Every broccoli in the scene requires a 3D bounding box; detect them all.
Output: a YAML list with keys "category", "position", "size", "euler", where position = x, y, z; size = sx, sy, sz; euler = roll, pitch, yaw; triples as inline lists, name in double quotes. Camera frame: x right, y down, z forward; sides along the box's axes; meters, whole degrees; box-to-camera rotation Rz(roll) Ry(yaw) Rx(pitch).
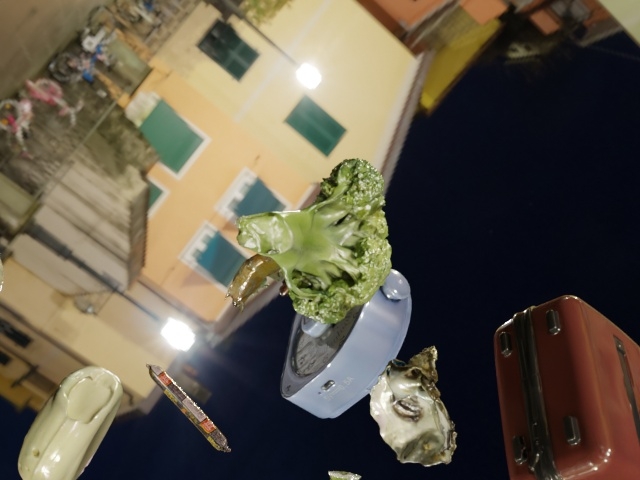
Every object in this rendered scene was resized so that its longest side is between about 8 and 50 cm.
- category: "broccoli"
  position: [0.032, -0.003, 1.305]
  size: [0.254, 0.186, 0.302]
  euler: [-51, 160, -12]

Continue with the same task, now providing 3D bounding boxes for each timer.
- category: "timer"
  position: [0.057, 0.194, 1.904]
  size: [0.395, 0.173, 0.395]
  euler: [-50, -162, 23]

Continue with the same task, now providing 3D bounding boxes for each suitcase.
- category: "suitcase"
  position: [0.372, 0.249, 1.146]
  size: [0.161, 0.236, 0.297]
  euler: [-34, -144, 33]

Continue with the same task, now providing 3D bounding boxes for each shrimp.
- category: "shrimp"
  position: [-0.105, 0.082, 1.710]
  size: [0.253, 0.173, 0.058]
  euler: [122, -39, -54]

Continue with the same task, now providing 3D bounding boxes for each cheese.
- category: "cheese"
  position: [-0.289, 0.235, 0.909]
  size: [0.227, 0.064, 0.137]
  euler: [-58, 179, 38]

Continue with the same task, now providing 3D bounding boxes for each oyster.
- category: "oyster"
  position: [0.177, 0.319, 1.514]
  size: [0.083, 0.214, 0.223]
  euler: [-19, 177, -38]

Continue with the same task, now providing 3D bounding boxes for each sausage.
- category: "sausage"
  position: [-0.215, 0.270, 1.306]
  size: [0.025, 0.198, 0.028]
  euler: [-50, 171, 26]

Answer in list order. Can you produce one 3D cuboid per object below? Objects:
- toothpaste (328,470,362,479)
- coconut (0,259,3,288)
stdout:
- category: "toothpaste"
  position: [0.050, 0.590, 1.916]
  size: [0.248, 0.078, 0.047]
  euler: [94, 6, -57]
- category: "coconut"
  position: [-0.645, 0.056, 1.288]
  size: [0.230, 0.227, 0.227]
  euler: [-13, 164, -45]
